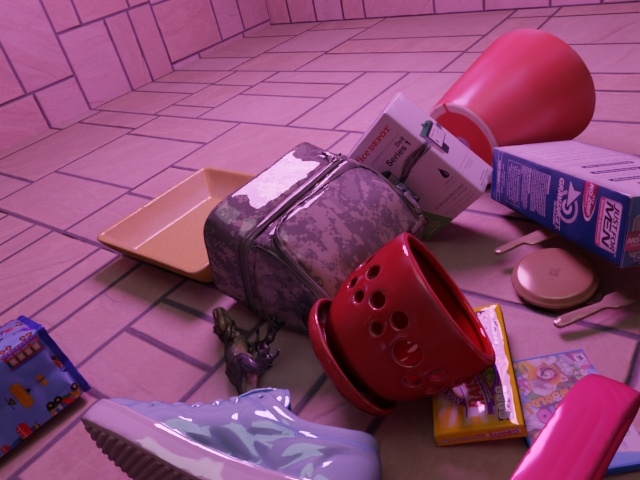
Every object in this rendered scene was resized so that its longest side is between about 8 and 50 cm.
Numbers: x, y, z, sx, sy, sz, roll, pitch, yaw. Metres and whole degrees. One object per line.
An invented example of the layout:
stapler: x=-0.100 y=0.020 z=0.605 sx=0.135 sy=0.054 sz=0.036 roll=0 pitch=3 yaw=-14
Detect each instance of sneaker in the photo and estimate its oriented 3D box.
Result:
sneaker: x=-0.102 y=0.241 z=0.623 sx=0.366 sy=0.135 sz=0.150 roll=14 pitch=39 yaw=18

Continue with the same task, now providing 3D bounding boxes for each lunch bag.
lunch bag: x=0.000 y=0.000 z=0.882 sx=0.256 sy=0.212 sz=0.305 roll=29 pitch=50 yaw=25
lunch bag: x=-0.544 y=0.217 z=0.831 sx=0.293 sy=0.138 sz=0.221 roll=11 pitch=42 yaw=47

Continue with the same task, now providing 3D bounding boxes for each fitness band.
fitness band: x=0.192 y=0.241 z=0.430 sx=0.054 sy=0.208 sz=0.291 roll=21 pitch=46 yaw=39

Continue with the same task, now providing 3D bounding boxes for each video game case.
video game case: x=0.293 y=0.204 z=0.628 sx=0.119 sy=0.015 sz=0.166 roll=-11 pitch=33 yaw=4

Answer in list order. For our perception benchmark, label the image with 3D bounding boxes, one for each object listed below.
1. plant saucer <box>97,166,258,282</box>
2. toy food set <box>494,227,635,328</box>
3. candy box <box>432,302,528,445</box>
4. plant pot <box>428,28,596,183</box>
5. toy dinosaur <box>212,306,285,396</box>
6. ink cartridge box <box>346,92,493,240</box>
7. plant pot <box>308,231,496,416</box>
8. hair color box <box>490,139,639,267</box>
plant saucer: x=-0.244 y=-0.033 z=1.121 sx=0.333 sy=0.080 sz=0.333 roll=15 pitch=42 yaw=35
toy food set: x=0.364 y=0.060 z=0.806 sx=0.133 sy=0.038 sz=0.192 roll=-21 pitch=38 yaw=1
candy box: x=0.198 y=0.169 z=0.689 sx=0.105 sy=0.027 sz=0.205 roll=-18 pitch=30 yaw=20
plant pot: x=0.375 y=-0.260 z=1.097 sx=0.243 sy=0.274 sz=0.275 roll=-38 pitch=39 yaw=-17
toy dinosaur: x=-0.102 y=0.174 z=0.755 sx=0.118 sy=0.064 sz=0.268 roll=-50 pitch=33 yaw=19
ink cartridge box: x=0.167 y=-0.130 z=0.947 sx=0.219 sy=0.160 sz=0.092 roll=38 pitch=46 yaw=-3
plant pot: x=0.094 y=0.114 z=0.657 sx=0.174 sy=0.191 sz=0.191 roll=-38 pitch=30 yaw=15
hair color box: x=0.435 y=-0.076 z=0.837 sx=0.174 sy=0.105 sz=0.347 roll=-7 pitch=21 yaw=-9
